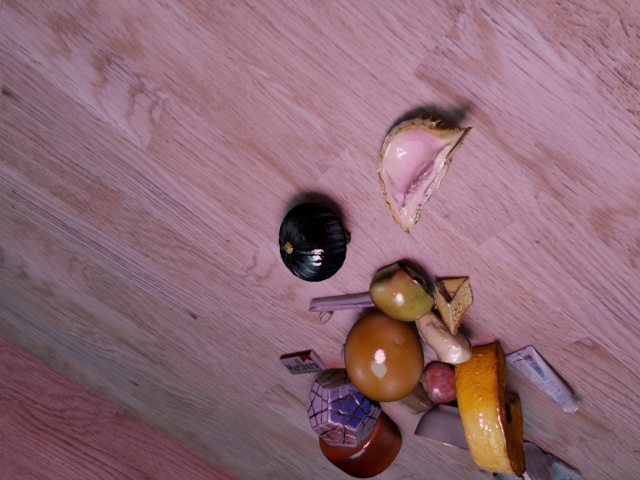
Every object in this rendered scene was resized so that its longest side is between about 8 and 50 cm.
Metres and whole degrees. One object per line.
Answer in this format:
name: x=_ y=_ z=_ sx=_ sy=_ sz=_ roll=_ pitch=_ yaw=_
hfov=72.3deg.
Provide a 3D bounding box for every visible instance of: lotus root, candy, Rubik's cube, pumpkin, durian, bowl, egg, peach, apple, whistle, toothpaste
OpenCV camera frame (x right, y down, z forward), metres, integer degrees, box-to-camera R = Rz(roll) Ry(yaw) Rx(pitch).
lotus root: x=0.022 y=0.291 z=1.695 sx=0.037 sy=0.030 sz=0.083 roll=49 pitch=131 yaw=20
candy: x=0.351 y=0.612 z=1.787 sx=0.234 sy=0.102 sz=0.104 roll=39 pitch=130 yaw=-16
Rubik's cube: x=0.096 y=0.695 z=1.837 sx=0.318 sy=0.319 sz=0.264 roll=21 pitch=158 yaw=3
pumpkin: x=0.000 y=0.000 z=1.366 sx=0.247 sy=0.248 sz=0.248 roll=10 pitch=130 yaw=12
durian: x=0.242 y=-0.205 z=1.144 sx=0.195 sy=0.185 sz=0.305 roll=34 pitch=129 yaw=17
bowl: x=0.530 y=0.740 z=1.750 sx=0.289 sy=0.146 sz=0.289 roll=13 pitch=163 yaw=4
egg: x=0.223 y=0.409 z=1.549 sx=0.282 sy=0.283 sz=0.351 roll=4 pitch=126 yaw=17
peach: x=0.467 y=0.546 z=1.673 sx=0.152 sy=0.152 sz=0.152 roll=10 pitch=130 yaw=12
apple: x=0.267 y=0.177 z=1.431 sx=0.207 sy=0.174 sz=0.188 roll=-14 pitch=120 yaw=47
whistle: x=0.904 y=0.971 z=1.859 sx=0.404 sy=0.188 sz=0.168 roll=7 pitch=133 yaw=-30
toothpaste: x=0.797 y=0.492 z=1.559 sx=0.299 sy=0.073 sz=0.114 roll=44 pitch=130 yaw=-6

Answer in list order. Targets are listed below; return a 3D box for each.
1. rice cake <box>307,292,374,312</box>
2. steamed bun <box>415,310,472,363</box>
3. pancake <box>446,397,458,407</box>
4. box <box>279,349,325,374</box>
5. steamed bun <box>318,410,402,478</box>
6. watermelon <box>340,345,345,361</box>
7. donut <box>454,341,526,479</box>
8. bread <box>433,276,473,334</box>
rice cake: x=0.084 y=0.234 z=1.594 sx=0.290 sy=0.081 sz=0.051 roll=-11 pitch=110 yaw=27
steamed bun: x=0.412 y=0.340 z=1.469 sx=0.231 sy=0.212 sz=0.110 roll=36 pitch=101 yaw=-7
pancake: x=0.580 y=0.687 z=1.824 sx=0.114 sy=0.011 sz=0.115 roll=10 pitch=130 yaw=12
box: x=-0.080 y=0.538 z=1.927 sx=0.177 sy=0.036 sz=0.115 roll=-18 pitch=119 yaw=31
steamed bun: x=0.173 y=0.947 z=2.025 sx=0.379 sy=0.248 sz=0.235 roll=-26 pitch=116 yaw=33
watermelon: x=0.127 y=0.468 z=1.775 sx=0.084 sy=0.072 sz=0.092 roll=14 pitch=129 yaw=-14
donut: x=0.586 y=0.599 z=1.521 sx=0.163 sy=0.378 sz=0.435 roll=-13 pitch=117 yaw=28
bread: x=0.430 y=0.206 z=1.405 sx=0.127 sy=0.152 sz=0.147 roll=-9 pitch=125 yaw=13
